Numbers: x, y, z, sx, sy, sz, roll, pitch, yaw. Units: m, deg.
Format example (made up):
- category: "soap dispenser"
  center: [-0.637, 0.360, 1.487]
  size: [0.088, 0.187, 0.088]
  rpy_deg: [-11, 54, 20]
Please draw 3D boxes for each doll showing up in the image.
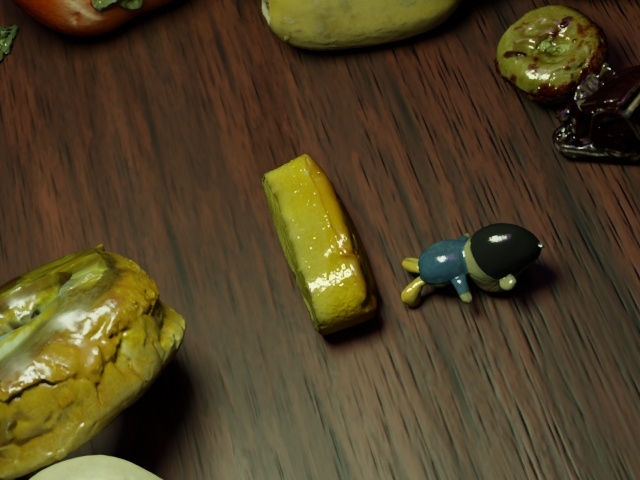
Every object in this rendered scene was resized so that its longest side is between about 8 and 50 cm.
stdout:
- category: "doll"
  center: [0.182, 0.028, 1.717]
  size: [0.179, 0.089, 0.102]
  rpy_deg: [-18, 49, 28]

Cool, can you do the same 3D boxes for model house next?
- category: "model house"
  center: [0.396, -0.186, 1.776]
  size: [0.141, 0.164, 0.203]
  rpy_deg: [37, 67, 26]

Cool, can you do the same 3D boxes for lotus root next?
- category: "lotus root"
  center: [0.081, -0.350, 1.970]
  size: [0.343, 0.151, 0.169]
  rpy_deg: [-7, 70, 1]

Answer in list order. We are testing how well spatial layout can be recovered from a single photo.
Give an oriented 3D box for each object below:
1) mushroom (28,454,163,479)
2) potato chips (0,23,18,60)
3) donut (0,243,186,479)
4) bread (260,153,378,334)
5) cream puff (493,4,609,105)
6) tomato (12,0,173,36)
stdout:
- category: "mushroom"
  center: [-0.230, 0.342, 1.507]
  size: [0.246, 0.202, 0.246]
  rpy_deg: [-1, 95, -6]
- category: "potato chips"
  center: [-0.561, -0.284, 2.126]
  size: [0.220, 0.029, 0.202]
  rpy_deg: [35, 70, 28]
- category: "donut"
  center: [-0.308, 0.125, 1.620]
  size: [0.330, 0.160, 0.330]
  rpy_deg: [-16, 24, 7]
- category: "bread"
  center: [0.000, 0.000, 1.758]
  size: [0.094, 0.102, 0.245]
  rpy_deg: [-21, 52, -1]
- category: "cream puff"
  center: [0.299, -0.234, 1.878]
  size: [0.149, 0.084, 0.149]
  rpy_deg: [-8, 53, 11]
- category: "tomato"
  center: [-0.322, -0.454, 2.023]
  size: [0.322, 0.321, 0.321]
  rpy_deg: [-6, 53, 8]
